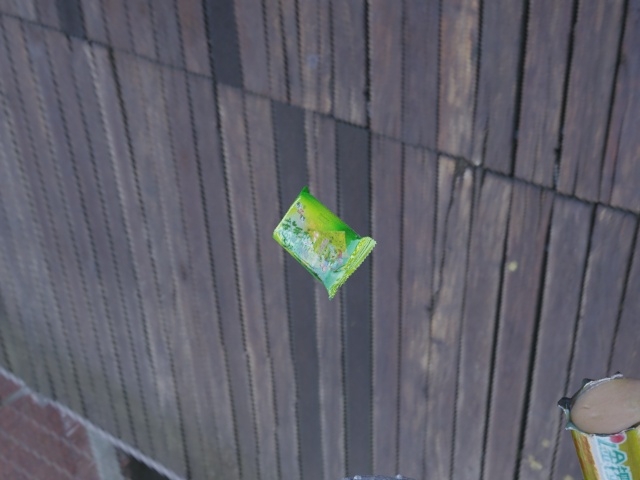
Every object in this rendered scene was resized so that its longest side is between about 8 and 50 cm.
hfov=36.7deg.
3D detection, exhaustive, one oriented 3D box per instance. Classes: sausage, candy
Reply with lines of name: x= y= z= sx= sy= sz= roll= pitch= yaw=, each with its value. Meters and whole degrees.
sausage: x=0.291 y=0.277 z=0.868 sx=0.082 sy=0.082 sz=0.371 roll=4 pitch=129 yaw=39
candy: x=-0.001 y=0.000 z=1.385 sx=0.178 sy=0.032 sz=0.102 roll=43 pitch=105 yaw=43

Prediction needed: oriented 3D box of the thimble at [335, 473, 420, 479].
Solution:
thimble: x=0.079 y=0.469 z=1.448 sx=0.172 sy=0.236 sz=0.205 roll=0 pitch=140 yaw=22
